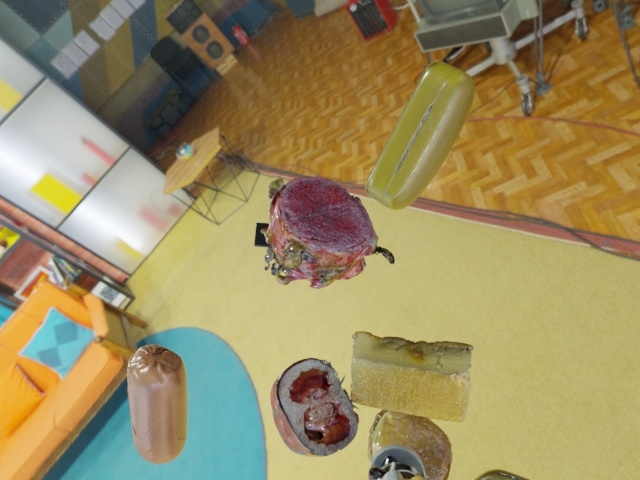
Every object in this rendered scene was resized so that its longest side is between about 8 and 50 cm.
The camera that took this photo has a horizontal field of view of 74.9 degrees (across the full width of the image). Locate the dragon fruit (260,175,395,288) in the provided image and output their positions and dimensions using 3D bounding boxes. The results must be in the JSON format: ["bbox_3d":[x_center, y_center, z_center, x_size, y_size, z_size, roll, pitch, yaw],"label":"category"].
[{"bbox_3d":[0.000,0.000,0.825,0.211,0.282,0.147,-53,-5,-44],"label":"dragon fruit"}]

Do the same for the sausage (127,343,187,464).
[{"bbox_3d":[-0.355,0.360,0.919,0.121,0.121,0.305,-119,33,-53],"label":"sausage"}]

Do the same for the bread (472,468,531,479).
[{"bbox_3d":[0.621,0.912,1.330,0.332,0.160,0.334,-16,64,37],"label":"bread"}]

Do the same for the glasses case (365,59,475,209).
[{"bbox_3d":[0.261,-0.251,1.071,0.372,0.141,0.173,-63,-14,22],"label":"glasses case"}]

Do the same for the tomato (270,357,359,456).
[{"bbox_3d":[-0.029,0.403,0.996,0.155,0.180,0.214,-54,53,50],"label":"tomato"}]

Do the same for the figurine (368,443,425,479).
[{"bbox_3d":[0.161,0.488,0.770,0.175,0.236,0.133,27,86,10],"label":"figurine"}]

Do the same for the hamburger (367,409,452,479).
[{"bbox_3d":[0.288,0.684,1.361,0.260,0.283,0.145,-58,-6,-30],"label":"hamburger"}]

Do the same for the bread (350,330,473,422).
[{"bbox_3d":[0.208,0.317,0.988,0.274,0.185,0.114,4,34,11],"label":"bread"}]

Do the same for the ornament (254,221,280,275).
[{"bbox_3d":[-0.155,0.059,1.489,0.166,0.196,0.153,4,33,-8],"label":"ornament"}]
